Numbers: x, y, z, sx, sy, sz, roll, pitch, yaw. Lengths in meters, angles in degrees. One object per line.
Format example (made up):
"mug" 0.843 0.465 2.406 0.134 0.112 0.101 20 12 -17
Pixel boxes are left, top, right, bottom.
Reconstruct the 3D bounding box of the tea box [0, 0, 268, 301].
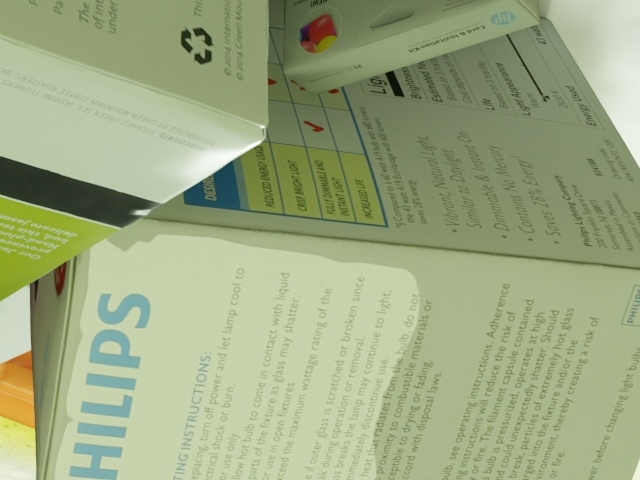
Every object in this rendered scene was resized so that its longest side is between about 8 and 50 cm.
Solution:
"tea box" -0.201 -0.165 0.868 0.220 0.329 0.323 18 151 -35

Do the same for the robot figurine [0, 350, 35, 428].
"robot figurine" -0.292 0.105 1.690 0.219 0.158 0.128 25 136 -25

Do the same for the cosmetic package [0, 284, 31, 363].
"cosmetic package" -0.322 0.004 1.467 0.224 0.138 0.224 -24 147 39

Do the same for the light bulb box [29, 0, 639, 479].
"light bulb box" 0.000 0.000 1.147 0.361 0.358 0.225 6 120 -14

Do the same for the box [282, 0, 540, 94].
"box" 0.046 -0.188 0.993 0.145 0.186 0.038 -15 152 28
